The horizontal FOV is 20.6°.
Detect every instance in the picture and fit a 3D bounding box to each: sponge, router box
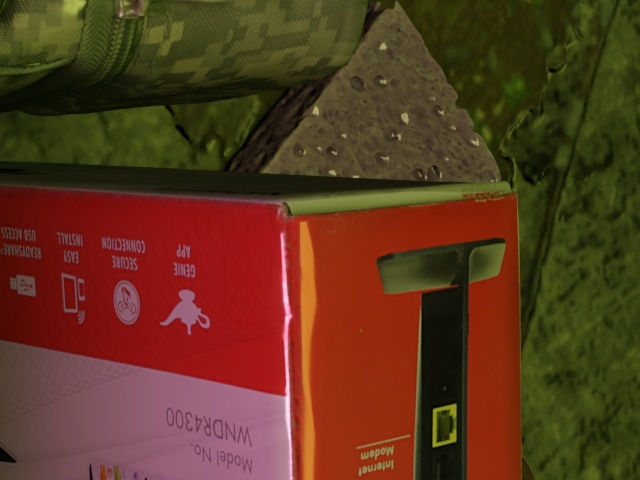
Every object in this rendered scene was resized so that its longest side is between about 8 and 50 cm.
[{"bbox_3d":[0.000,0.000,0.822,0.210,0.031,0.117,-53,125,-27],"label":"sponge"},{"bbox_3d":[-0.084,0.127,0.553,0.082,0.335,0.301,-6,97,-42],"label":"router box"}]

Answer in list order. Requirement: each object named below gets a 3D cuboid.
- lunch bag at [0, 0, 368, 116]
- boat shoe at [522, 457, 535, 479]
[{"bbox_3d":[-0.136,-0.180,0.584,0.256,0.212,0.305,-3,95,-25],"label":"lunch bag"},{"bbox_3d":[0.076,0.235,0.833,0.123,0.123,0.342,-23,115,-38],"label":"boat shoe"}]
